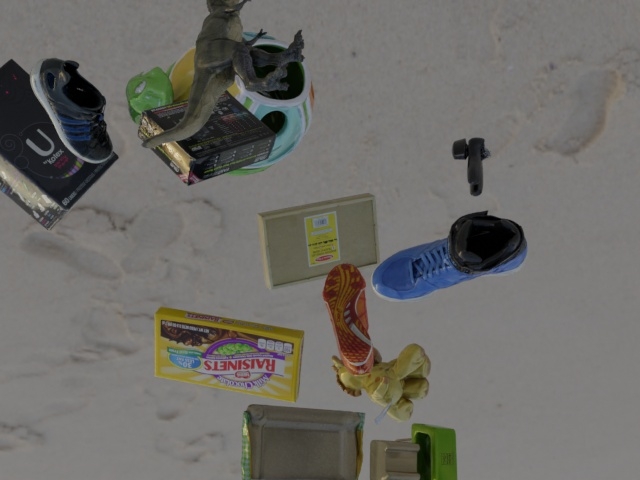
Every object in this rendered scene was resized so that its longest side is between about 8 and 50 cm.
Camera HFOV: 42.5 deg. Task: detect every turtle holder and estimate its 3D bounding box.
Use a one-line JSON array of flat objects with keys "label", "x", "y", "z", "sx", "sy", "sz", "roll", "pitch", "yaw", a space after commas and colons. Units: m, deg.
[{"label": "turtle holder", "x": -0.158, "y": -0.251, "z": 1.383, "sx": 0.320, "sy": 0.243, "sz": 0.227, "roll": 24, "pitch": 155, "yaw": -24}]

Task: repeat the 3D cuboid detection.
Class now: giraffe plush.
[{"label": "giraffe plush", "x": 0.119, "y": 0.300, "z": 1.804, "sx": 0.170, "sy": 0.210, "sz": 0.181, "roll": 21, "pitch": 126, "yaw": 37}]

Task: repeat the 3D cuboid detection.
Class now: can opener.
[{"label": "can opener", "x": 0.303, "y": -0.144, "z": 1.622, "sx": 0.073, "sy": 0.186, "sz": 0.059, "roll": -18, "pitch": 124, "yaw": 18}]

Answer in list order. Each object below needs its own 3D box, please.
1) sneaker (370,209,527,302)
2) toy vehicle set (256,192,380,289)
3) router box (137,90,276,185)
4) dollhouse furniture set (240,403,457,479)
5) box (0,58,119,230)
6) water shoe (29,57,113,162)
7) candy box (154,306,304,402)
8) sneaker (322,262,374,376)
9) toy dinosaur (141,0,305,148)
[{"label": "sneaker", "x": 0.116, "y": 0.014, "z": 0.765, "sx": 0.152, "sy": 0.058, "sz": 0.084, "roll": -11, "pitch": 159, "yaw": 10}, {"label": "toy vehicle set", "x": 0.000, "y": 0.000, "z": 1.793, "sx": 0.267, "sy": 0.035, "sz": 0.166, "roll": -11, "pitch": 108, "yaw": -21}, {"label": "router box", "x": -0.124, "y": -0.116, "z": 0.906, "sx": 0.122, "sy": 0.092, "sz": 0.038, "roll": -24, "pitch": 149, "yaw": -41}, {"label": "dollhouse furniture set", "x": 0.007, "y": 0.317, "z": 1.021, "sx": 0.302, "sy": 0.197, "sz": 0.151, "roll": 11, "pitch": 160, "yaw": -28}, {"label": "box", "x": -0.554, "y": -0.178, "z": 1.571, "sx": 0.270, "sy": 0.165, "sz": 0.143, "roll": 43, "pitch": 146, "yaw": -13}, {"label": "water shoe", "x": -0.362, "y": -0.190, "z": 1.257, "sx": 0.080, "sy": 0.073, "sz": 0.203, "roll": 4, "pitch": 146, "yaw": 25}, {"label": "candy box", "x": -0.127, "y": 0.157, "z": 1.130, "sx": 0.206, "sy": 0.027, "sz": 0.105, "roll": 9, "pitch": 116, "yaw": 9}, {"label": "sneaker", "x": 0.038, "y": 0.110, "z": 1.157, "sx": 0.064, "sy": 0.175, "sz": 0.067, "roll": -6, "pitch": 143, "yaw": 2}, {"label": "toy dinosaur", "x": -0.084, "y": -0.183, "z": 0.833, "sx": 0.118, "sy": 0.268, "sz": 0.064, "roll": 5, "pitch": 144, "yaw": 9}]
